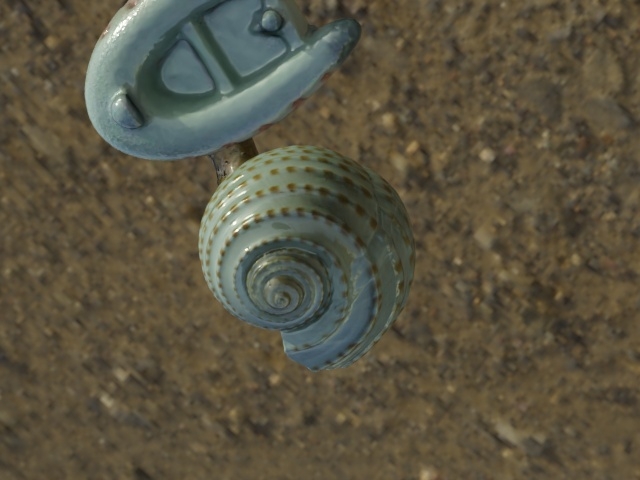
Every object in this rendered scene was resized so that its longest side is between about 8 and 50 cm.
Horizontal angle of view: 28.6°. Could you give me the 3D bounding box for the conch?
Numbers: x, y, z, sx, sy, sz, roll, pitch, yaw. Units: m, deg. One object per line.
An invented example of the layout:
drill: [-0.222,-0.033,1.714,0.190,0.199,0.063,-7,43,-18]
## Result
conch: [0.008,-0.004,1.612,0.303,0.319,0.215,40,139,-15]

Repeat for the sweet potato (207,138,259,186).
sweet potato: [-0.189,-0.162,1.720,0.285,0.085,0.112,32,148,32]

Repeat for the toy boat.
toy boat: [-0.078,-0.132,0.901,0.134,0.207,0.079,59,-167,-14]
